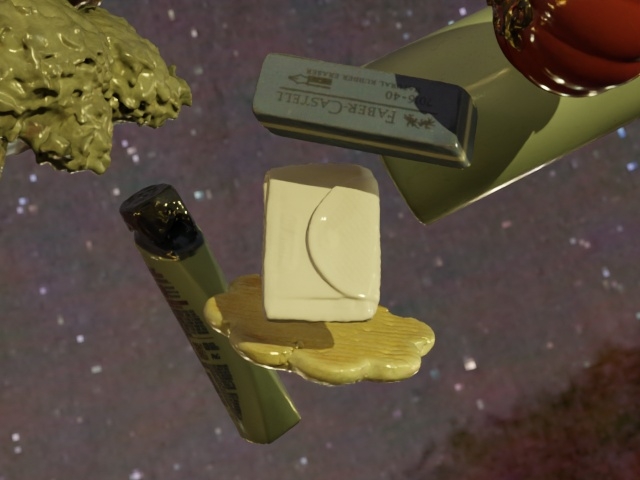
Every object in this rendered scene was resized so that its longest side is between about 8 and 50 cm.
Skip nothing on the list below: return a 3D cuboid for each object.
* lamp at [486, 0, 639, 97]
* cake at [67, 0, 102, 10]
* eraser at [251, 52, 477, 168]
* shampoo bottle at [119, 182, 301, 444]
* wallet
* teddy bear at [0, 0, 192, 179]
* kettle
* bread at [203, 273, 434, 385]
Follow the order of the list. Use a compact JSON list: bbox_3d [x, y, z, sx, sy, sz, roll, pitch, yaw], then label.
[{"bbox_3d":[0.258,-0.243,1.236,0.227,0.227,0.227,-13,-22,-6],"label":"lamp"},{"bbox_3d":[-0.331,-0.491,1.827,0.282,0.290,0.256,34,-24,-10],"label":"cake"},{"bbox_3d":[0.047,-0.130,1.336,0.225,0.082,0.036,11,-32,4],"label":"eraser"},{"bbox_3d":[-0.138,0.097,1.715,0.078,0.359,0.134,-33,18,-21],"label":"shampoo bottle"},{"bbox_3d":[0.000,0.000,1.376,0.124,0.183,0.032,0,-24,3],"label":"wallet"},{"bbox_3d":[-0.339,-0.204,1.704,0.367,0.357,0.224,15,-52,-46],"label":"teddy bear"},{"bbox_3d":[0.229,-0.156,1.555,0.318,0.205,0.265,-27,-52,10],"label":"kettle"},{"bbox_3d":[-0.008,0.105,1.460,0.251,0.039,0.182,14,26,13],"label":"bread"}]
